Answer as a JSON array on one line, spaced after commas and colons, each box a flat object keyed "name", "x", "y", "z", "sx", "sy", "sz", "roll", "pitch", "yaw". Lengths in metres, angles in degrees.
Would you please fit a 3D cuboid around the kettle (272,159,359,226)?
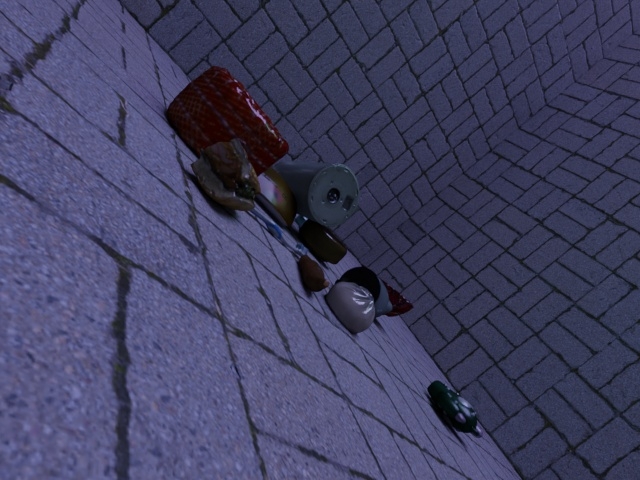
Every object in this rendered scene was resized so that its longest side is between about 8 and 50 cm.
[{"name": "kettle", "x": -0.010, "y": -0.203, "z": 1.861, "sx": 0.361, "sy": 0.249, "sz": 0.377, "roll": 20, "pitch": 1, "yaw": -39}]

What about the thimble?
[{"name": "thimble", "x": -0.283, "y": -0.354, "z": 1.354, "sx": 0.350, "sy": 0.231, "sz": 0.350, "roll": 50, "pitch": 6, "yaw": -7}]

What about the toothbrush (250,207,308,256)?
[{"name": "toothbrush", "x": -0.151, "y": -0.038, "z": 1.333, "sx": 0.386, "sy": 0.040, "sz": 0.040, "roll": 40, "pitch": 10, "yaw": -46}]

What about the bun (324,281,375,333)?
[{"name": "bun", "x": 0.105, "y": 0.198, "z": 1.338, "sx": 0.172, "sy": 0.120, "sz": 0.173, "roll": 50, "pitch": 7, "yaw": -9}]

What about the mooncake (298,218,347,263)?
[{"name": "mooncake", "x": 0.000, "y": 0.000, "z": 1.879, "sx": 0.235, "sy": 0.117, "sz": 0.235, "roll": 43, "pitch": 9, "yaw": -8}]

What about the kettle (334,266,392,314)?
[{"name": "kettle", "x": 0.151, "y": 0.199, "z": 1.627, "sx": 0.221, "sy": 0.161, "sz": 0.236, "roll": 18, "pitch": -12, "yaw": 27}]

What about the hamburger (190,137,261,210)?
[{"name": "hamburger", "x": -0.217, "y": -0.129, "z": 1.060, "sx": 0.207, "sy": 0.136, "sz": 0.155, "roll": 83, "pitch": -14, "yaw": -73}]

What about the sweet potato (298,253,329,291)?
[{"name": "sweet potato", "x": -0.021, "y": 0.099, "z": 1.274, "sx": 0.072, "sy": 0.066, "sz": 0.314, "roll": 56, "pitch": 1, "yaw": -15}]

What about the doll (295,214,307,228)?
[{"name": "doll", "x": -0.051, "y": -0.048, "z": 2.118, "sx": 0.158, "sy": 0.059, "sz": 0.159, "roll": 46, "pitch": 5, "yaw": -35}]

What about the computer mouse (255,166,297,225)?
[{"name": "computer mouse", "x": -0.190, "y": -0.188, "z": 1.596, "sx": 0.310, "sy": 0.072, "sz": 0.158, "roll": 47, "pitch": 38, "yaw": -25}]

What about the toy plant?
[{"name": "toy plant", "x": 0.515, "y": 0.647, "z": 1.637, "sx": 0.232, "sy": 0.112, "sz": 0.243, "roll": 43, "pitch": 1, "yaw": -19}]

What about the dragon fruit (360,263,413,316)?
[{"name": "dragon fruit", "x": 0.265, "y": 0.291, "z": 2.018, "sx": 0.317, "sy": 0.152, "sz": 0.205, "roll": 37, "pitch": -20, "yaw": 29}]
